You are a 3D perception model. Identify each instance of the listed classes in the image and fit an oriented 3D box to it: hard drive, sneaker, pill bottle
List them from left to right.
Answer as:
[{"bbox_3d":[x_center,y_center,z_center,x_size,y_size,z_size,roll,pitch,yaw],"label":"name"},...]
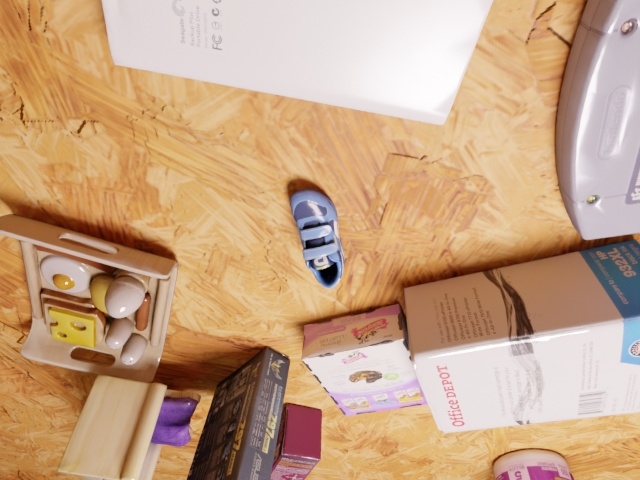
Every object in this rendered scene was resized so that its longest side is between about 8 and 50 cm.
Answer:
[{"bbox_3d":[-0.018,-0.225,0.332,0.318,0.040,0.210,9,131,-4],"label":"hard drive"},{"bbox_3d":[0.000,0.000,0.511,0.053,0.059,0.144,-11,128,16],"label":"sneaker"},{"bbox_3d":[0.488,0.628,0.855,0.169,0.302,0.169,2,131,2],"label":"pill bottle"}]

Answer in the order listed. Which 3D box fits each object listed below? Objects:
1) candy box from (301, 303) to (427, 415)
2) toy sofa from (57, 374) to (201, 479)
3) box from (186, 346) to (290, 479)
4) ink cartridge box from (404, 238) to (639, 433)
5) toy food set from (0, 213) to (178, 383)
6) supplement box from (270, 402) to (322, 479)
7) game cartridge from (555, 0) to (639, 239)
[{"bbox_3d":[0.082,0.207,0.675,0.164,0.070,0.196,-15,128,17],"label":"candy box"},{"bbox_3d":[-0.346,0.398,0.775,0.177,0.150,0.363,16,141,-10],"label":"toy sofa"},{"bbox_3d":[-0.139,0.321,0.681,0.059,0.233,0.183,34,124,-20],"label":"box"},{"bbox_3d":[0.295,0.150,0.574,0.307,0.129,0.223,-14,128,15],"label":"ink cartridge box"},{"bbox_3d":[-0.348,0.111,0.607,0.219,0.092,0.306,17,129,-11],"label":"toy food set"},{"bbox_3d":[-0.062,0.445,0.866,0.080,0.104,0.188,15,130,-10],"label":"supplement box"},{"bbox_3d":[0.336,-0.132,0.382,0.196,0.060,0.294,-11,129,8],"label":"game cartridge"}]
